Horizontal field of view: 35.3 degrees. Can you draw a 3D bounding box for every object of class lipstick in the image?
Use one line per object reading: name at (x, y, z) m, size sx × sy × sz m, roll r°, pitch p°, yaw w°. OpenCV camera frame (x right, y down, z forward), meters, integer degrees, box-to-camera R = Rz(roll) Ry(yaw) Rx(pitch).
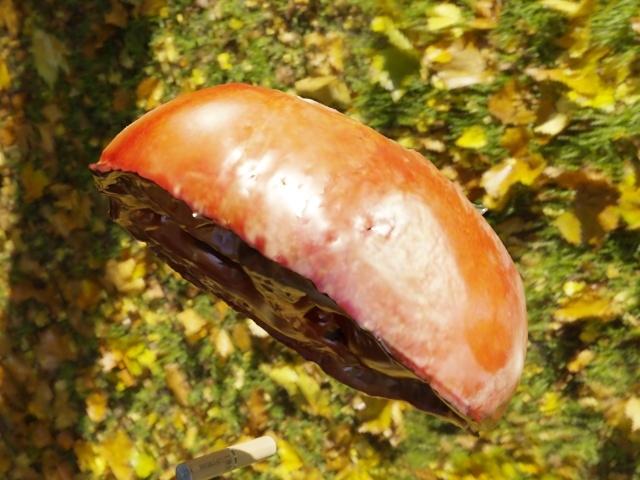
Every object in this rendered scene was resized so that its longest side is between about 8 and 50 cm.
lipstick at (-0.070, 0.166, 0.760) m, size 0.019 × 0.094 × 0.019 m, roll 4°, pitch 97°, yaw 38°

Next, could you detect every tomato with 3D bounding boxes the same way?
tomato at (0.003, -0.002, 0.487) m, size 0.228 × 0.101 × 0.228 m, roll 29°, pitch 169°, yaw 6°
